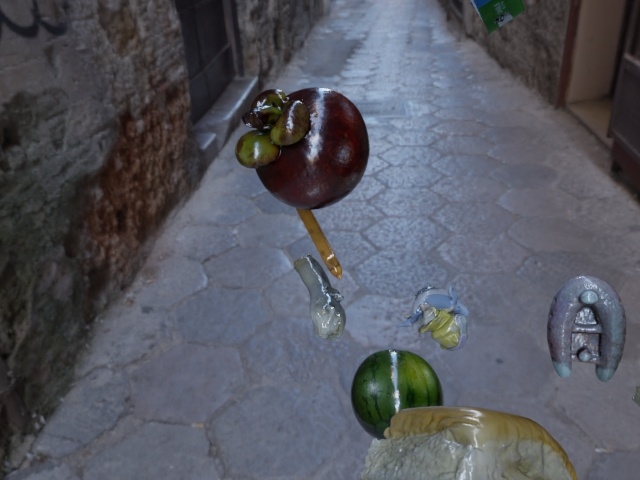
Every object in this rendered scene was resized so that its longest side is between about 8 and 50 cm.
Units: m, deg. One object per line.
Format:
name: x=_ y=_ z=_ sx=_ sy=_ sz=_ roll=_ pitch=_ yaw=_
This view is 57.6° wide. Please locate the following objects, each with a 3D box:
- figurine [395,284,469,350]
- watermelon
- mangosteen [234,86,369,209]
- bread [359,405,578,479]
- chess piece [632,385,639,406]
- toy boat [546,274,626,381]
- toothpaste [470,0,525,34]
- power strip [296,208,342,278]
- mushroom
figurine: x=0.309 y=0.208 z=1.546 sx=0.208 sy=0.128 sz=0.184 roll=-8 pitch=67 yaw=-24
watermelon: x=0.194 y=0.398 z=1.484 sx=0.242 sy=0.242 sz=0.242 roll=-2 pitch=29 yaw=1
mangosteen: x=-0.040 y=-0.165 z=0.998 sx=0.257 sy=0.215 sz=0.215 roll=12 pitch=11 yaw=-47
bread: x=0.105 y=0.152 z=0.393 sx=0.125 sy=0.106 sz=0.082 roll=29 pitch=52 yaw=-22
chess piece: x=0.729 y=0.325 z=0.860 sx=0.234 sy=0.234 sz=0.442 roll=-19 pitch=48 yaw=-27
toy boat: x=0.560 y=0.186 z=1.223 sx=0.155 sy=0.227 sz=0.085 roll=4 pitch=5 yaw=20
toothpaste: x=0.144 y=-0.306 z=0.580 sx=0.050 sy=0.266 sz=0.065 roll=-32 pitch=65 yaw=20
power strip: x=0.000 y=0.000 z=1.179 sx=0.028 sy=0.178 sz=0.049 roll=-29 pitch=-13 yaw=2
mushroom: x=-0.002 y=0.141 z=1.473 sx=0.096 sy=0.099 sz=0.278 roll=11 pitch=35 yaw=-26
